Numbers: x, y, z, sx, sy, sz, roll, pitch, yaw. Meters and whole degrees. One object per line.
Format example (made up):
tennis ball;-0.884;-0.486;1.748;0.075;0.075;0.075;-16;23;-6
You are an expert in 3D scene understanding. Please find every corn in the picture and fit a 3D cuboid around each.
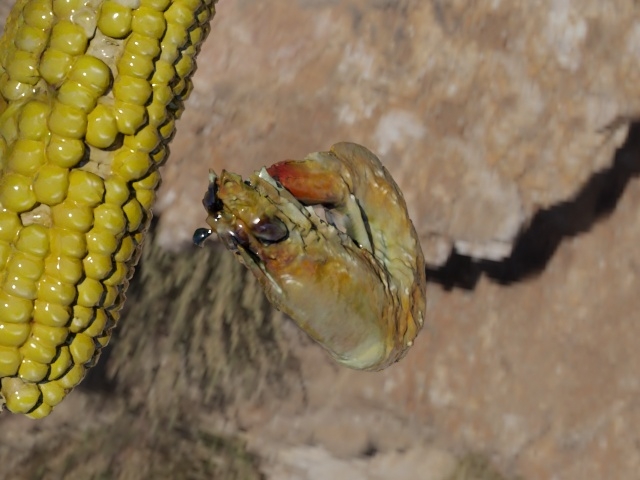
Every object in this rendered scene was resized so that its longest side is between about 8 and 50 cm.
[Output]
corn;-0.102;-0.064;0.729;0.097;0.097;0.320;19;95;-1

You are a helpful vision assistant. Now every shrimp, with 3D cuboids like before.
shrimp;0.000;0.000;0.716;0.042;0.101;0.190;-8;164;26
